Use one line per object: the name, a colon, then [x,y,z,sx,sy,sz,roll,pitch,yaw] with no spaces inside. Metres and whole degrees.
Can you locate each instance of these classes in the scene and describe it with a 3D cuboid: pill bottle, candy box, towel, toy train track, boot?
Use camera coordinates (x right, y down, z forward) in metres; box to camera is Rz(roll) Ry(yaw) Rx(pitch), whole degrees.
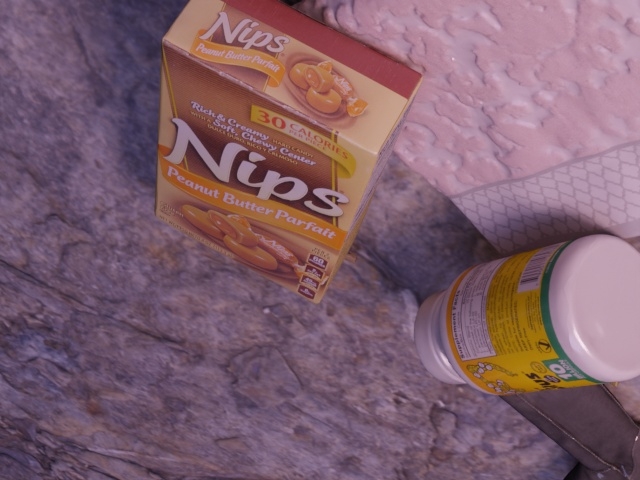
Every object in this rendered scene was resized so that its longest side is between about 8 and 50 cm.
pill bottle: [0.174,0.069,1.005,0.117,0.118,0.208,42,150,-19]
candy box: [-0.041,-0.073,1.014,0.183,0.087,0.316,28,156,4]
towel: [0.159,-0.108,0.897,0.317,0.053,0.332,41,150,-22]
toy train track: [0.000,0.000,1.197,0.083,0.014,0.048,23,149,13]
boot: [0.249,0.199,1.237,0.208,0.076,0.189,32,128,-19]

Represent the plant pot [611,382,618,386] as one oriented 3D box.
plant pot: [0.249,0.067,1.083,0.083,0.081,0.081,21,143,23]
